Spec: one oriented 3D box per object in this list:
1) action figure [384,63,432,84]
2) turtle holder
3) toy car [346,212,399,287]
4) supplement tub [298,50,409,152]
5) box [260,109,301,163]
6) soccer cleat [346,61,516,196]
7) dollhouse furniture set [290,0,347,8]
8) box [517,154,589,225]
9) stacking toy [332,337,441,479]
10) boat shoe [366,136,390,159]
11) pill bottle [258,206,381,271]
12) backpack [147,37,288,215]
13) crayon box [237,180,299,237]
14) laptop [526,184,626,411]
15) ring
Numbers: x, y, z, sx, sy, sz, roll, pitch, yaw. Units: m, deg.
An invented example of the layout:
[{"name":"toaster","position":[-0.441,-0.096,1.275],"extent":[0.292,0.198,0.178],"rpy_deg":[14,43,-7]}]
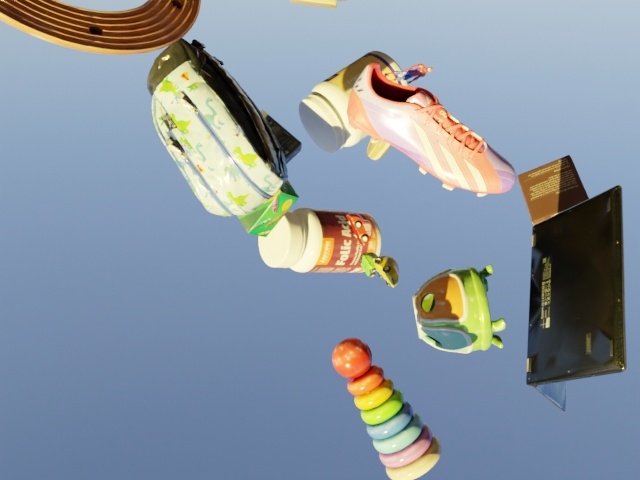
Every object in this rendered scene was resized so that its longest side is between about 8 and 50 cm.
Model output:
[{"name":"action figure","position":[0.214,-0.402,1.492],"extent":[0.115,0.038,0.030],"rpy_deg":[-11,-144,18]},{"name":"turtle holder","position":[0.385,0.202,1.768],"extent":[0.227,0.243,0.320],"rpy_deg":[-10,175,6]},{"name":"toy car","position":[0.150,0.043,1.746],"extent":[0.053,0.225,0.239],"rpy_deg":[-29,-107,-10]},{"name":"supplement tub","position":[0.115,-0.472,2.114],"extent":[0.331,0.241,0.241],"rpy_deg":[-36,-138,-19]},{"name":"box","position":[-0.204,-0.289,2.008],"extent":[0.183,0.059,0.233],"rpy_deg":[41,-107,9]},{"name":"soccer cleat","position":[0.149,-0.143,0.806],"extent":[0.248,0.095,0.083],"rpy_deg":[29,-134,9]},{"name":"dollhouse furniture set","position":[0.001,-0.622,1.431],"extent":[0.144,0.123,0.151],"rpy_deg":[7,-171,1]},{"name":"box","position":[0.716,-0.111,1.857],"extent":[0.168,0.167,0.203],"rpy_deg":[-21,-134,22]},{"name":"stacking toy","position":[0.130,0.366,1.382],"extent":[0.141,0.330,0.141],"rpy_deg":[-33,-176,2]},{"name":"boat shoe","position":[0.143,-0.272,1.440],"extent":[0.072,0.190,0.068],"rpy_deg":[11,-140,-21]},{"name":"pill bottle","position":[0.000,0.000,2.129],"extent":[0.392,0.224,0.224],"rpy_deg":[2,-157,-38]},{"name":"backpack","position":[-0.222,-0.229,1.380],"extent":[0.355,0.273,0.290],"rpy_deg":[41,-177,6]},{"name":"crayon box","position":[-0.194,-0.165,1.808],"extent":[0.081,0.165,0.278],"rpy_deg":[15,-146,-48]},{"name":"laptop","position":[0.594,0.151,1.369],"extent":[0.236,0.408,0.382],"rpy_deg":[17,-114,-16]},{"name":"ring","position":[-0.305,-0.348,0.737],"extent":[0.336,0.032,0.337],"rpy_deg":[21,-130,-27]}]
